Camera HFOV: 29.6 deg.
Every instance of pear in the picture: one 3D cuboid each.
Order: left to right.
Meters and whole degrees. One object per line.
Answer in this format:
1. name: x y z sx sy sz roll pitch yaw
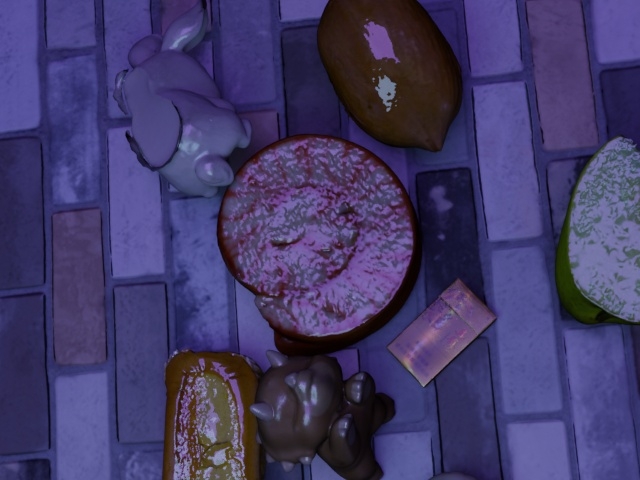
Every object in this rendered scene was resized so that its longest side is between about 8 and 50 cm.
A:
1. pear: 0.464 0.022 1.762 0.293 0.159 0.292 -3 77 11

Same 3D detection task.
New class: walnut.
1. walnut: 0.105 -0.261 1.853 0.203 0.203 0.297 -24 80 3

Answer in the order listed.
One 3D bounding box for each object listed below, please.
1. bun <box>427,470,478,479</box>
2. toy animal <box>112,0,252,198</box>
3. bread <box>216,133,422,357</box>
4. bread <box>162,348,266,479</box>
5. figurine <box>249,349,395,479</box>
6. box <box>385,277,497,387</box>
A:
1. bun: 0.209 0.395 1.760 0.138 0.094 0.138 11 109 34
2. toy animal: -0.220 -0.217 1.900 0.209 0.154 0.325 -23 68 37
3. bread: 0.001 -0.004 1.857 0.295 0.114 0.327 -32 75 2
4. bread: -0.158 0.309 1.819 0.153 0.119 0.288 -1 79 12
5. figurine: -0.009 0.253 1.755 0.173 0.247 0.177 8 79 21
6. box: 0.184 0.141 1.847 0.156 0.022 0.089 -42 77 -1
